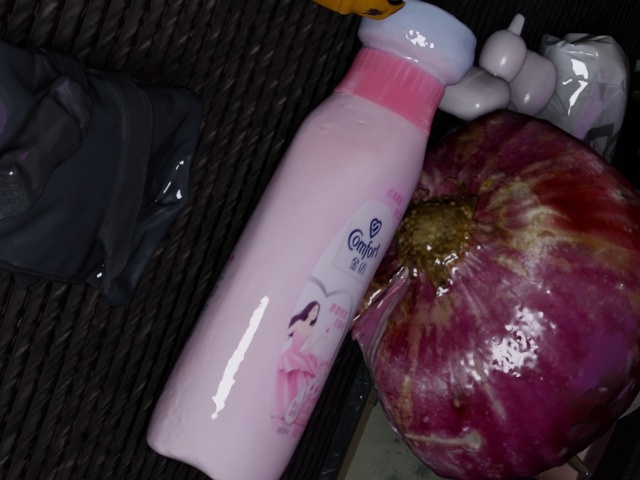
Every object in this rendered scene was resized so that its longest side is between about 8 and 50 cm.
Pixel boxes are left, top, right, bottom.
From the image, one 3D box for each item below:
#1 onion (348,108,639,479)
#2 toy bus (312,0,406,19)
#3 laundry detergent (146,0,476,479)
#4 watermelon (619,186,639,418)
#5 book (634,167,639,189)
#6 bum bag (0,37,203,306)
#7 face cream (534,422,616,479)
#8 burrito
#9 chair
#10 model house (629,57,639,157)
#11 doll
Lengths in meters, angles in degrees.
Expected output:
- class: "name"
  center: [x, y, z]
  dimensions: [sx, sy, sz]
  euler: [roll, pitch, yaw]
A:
- class: "onion"
  center: [0.145, 0.051, 1.273]
  dimensions: [0.272, 0.230, 0.256]
  euler: [12, 119, -49]
- class: "toy bus"
  center: [0.002, -0.199, 0.879]
  dimensions: [0.088, 0.083, 0.194]
  euler: [-37, 145, -37]
- class: "laundry detergent"
  center: [0.000, 0.000, 1.109]
  dimensions: [0.335, 0.088, 0.159]
  euler: [-63, 166, -5]
- class: "watermelon"
  center: [0.327, 0.063, 1.872]
  dimensions: [0.193, 0.231, 0.310]
  euler: [-36, -173, 18]
- class: "book"
  center: [0.463, -0.172, 2.015]
  dimensions: [0.262, 0.028, 0.374]
  euler: [-93, -161, -66]
- class: "bum bag"
  center: [-0.131, -0.030, 0.773]
  dimensions: [0.123, 0.060, 0.248]
  euler: [-67, 160, 7]
- class: "face cream"
  center: [0.312, 0.242, 2.191]
  dimensions: [0.149, 0.104, 0.149]
  euler: [-52, 158, -32]
- class: "burrito"
  center: [0.198, 0.006, 1.615]
  dimensions: [0.139, 0.101, 0.445]
  euler: [-50, 156, -64]
- class: "chair"
  center: [0.086, 0.194, 1.491]
  dimensions: [0.272, 0.166, 0.188]
  euler: [-125, -129, -63]
- class: "model house"
  center: [0.436, -0.035, 1.671]
  dimensions: [0.357, 0.243, 0.312]
  euler: [-75, 155, -81]
- class: "doll"
  center: [0.141, -0.108, 1.389]
  dimensions: [0.160, 0.059, 0.161]
  euler: [-49, 155, -35]
